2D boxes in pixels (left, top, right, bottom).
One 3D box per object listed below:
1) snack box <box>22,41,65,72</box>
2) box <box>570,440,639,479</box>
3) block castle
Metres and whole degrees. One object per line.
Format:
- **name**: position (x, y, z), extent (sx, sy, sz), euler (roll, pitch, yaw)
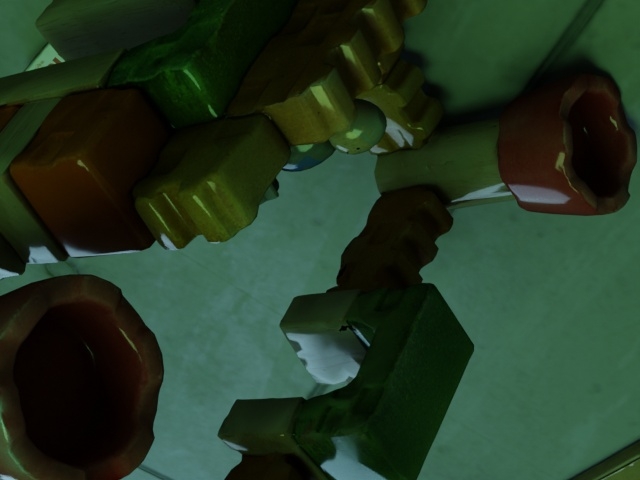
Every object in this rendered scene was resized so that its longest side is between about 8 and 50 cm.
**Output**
- **snack box**: position (-0.133, -0.134, 1.012), extent (0.064, 0.022, 0.178), euler (38, 138, -14)
- **box**: position (0.278, 0.223, 1.206), extent (0.164, 0.021, 0.201), euler (34, 138, -13)
- **block castle**: position (0.000, 0.000, 0.776), extent (0.213, 0.453, 0.303), euler (-8, 130, 40)
